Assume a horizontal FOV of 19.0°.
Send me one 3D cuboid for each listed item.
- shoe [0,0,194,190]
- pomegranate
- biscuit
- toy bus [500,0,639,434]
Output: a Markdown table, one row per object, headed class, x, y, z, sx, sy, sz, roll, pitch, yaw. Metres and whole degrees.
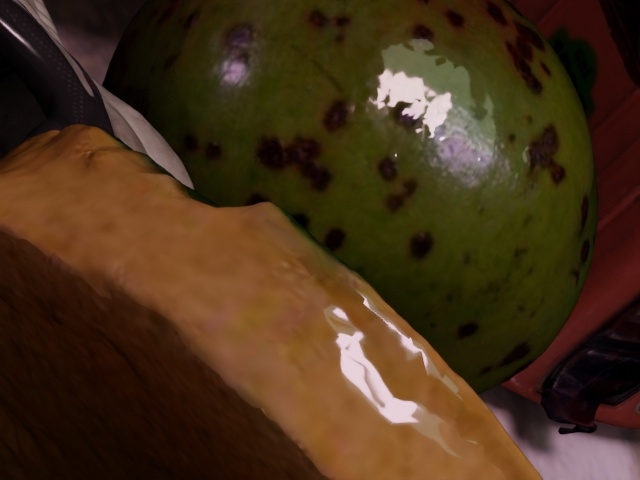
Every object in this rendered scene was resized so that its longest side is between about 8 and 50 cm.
| class | x | y | z | sx | sy | sz | roll | pitch | yaw |
| --- | --- | --- | --- | --- | --- | --- | --- | --- | --- |
| shoe | -0.133 | -0.064 | 0.630 | 0.227 | 0.099 | 0.112 | 46 | -5 | 16 |
| pomegranate | 0.000 | 0.000 | 0.730 | 0.202 | 0.202 | 0.247 | 32 | 68 | -28 |
| biscuit | -0.011 | 0.102 | 0.560 | 0.057 | 0.287 | 0.343 | -44 | 127 | -25 |
| toy bus | 0.213 | -0.085 | 0.839 | 0.233 | 0.427 | 0.203 | 6 | 55 | -34 |
